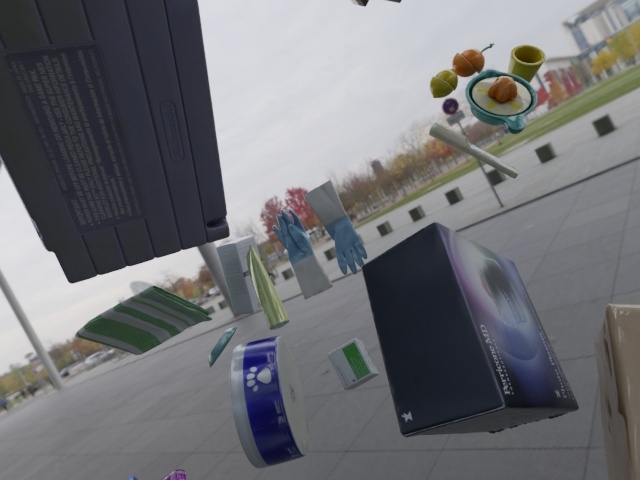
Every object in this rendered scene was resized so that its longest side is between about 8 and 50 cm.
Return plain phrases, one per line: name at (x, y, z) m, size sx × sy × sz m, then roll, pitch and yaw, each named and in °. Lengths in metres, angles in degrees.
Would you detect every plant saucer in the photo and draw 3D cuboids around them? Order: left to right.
plant saucer at (-0.258, 0.273, 1.108) m, size 0.119 × 0.021 × 0.119 m, roll -56°, pitch 1°, yaw 2°

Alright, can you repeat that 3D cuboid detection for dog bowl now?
dog bowl at (-0.109, 0.353, 0.952) m, size 0.104 × 0.265 × 0.265 m, roll -15°, pitch 2°, yaw 2°

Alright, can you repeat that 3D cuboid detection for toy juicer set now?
toy juicer set at (0.315, -0.287, 0.840) m, size 0.090 × 0.209 × 0.329 m, roll 85°, pitch -155°, yaw -59°

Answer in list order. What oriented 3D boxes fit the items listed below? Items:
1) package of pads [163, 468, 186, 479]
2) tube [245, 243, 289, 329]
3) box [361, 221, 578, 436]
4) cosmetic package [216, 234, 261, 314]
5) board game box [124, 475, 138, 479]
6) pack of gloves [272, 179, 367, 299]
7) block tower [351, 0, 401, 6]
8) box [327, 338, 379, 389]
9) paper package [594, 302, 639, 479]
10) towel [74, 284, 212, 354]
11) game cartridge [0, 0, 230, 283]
package of pads at (-0.321, 0.532, 0.909) m, size 0.083 × 0.050 × 0.032 m, roll -43°, pitch -47°, yaw 16°
tube at (-0.158, 0.130, 1.199) m, size 0.070 × 0.240 × 0.062 m, roll -34°, pitch -20°, yaw 19°
box at (0.255, 0.165, 0.743) m, size 0.293 × 0.297 × 0.182 m, roll 19°, pitch -42°, yaw -40°
cosmetic package at (-0.245, 0.111, 1.381) m, size 0.085 × 0.231 × 0.117 m, roll -12°, pitch 9°, yaw 27°
board game box at (-0.294, 0.387, 0.583) m, size 0.090 × 0.020 × 0.090 m, roll -25°, pitch 33°, yaw -11°
pack of gloves at (0.000, 0.000, 1.051) m, size 0.195 × 0.232 × 0.046 m, roll -28°, pitch -7°, yaw 21°
block tower at (0.149, -0.539, 0.663) m, size 0.091 × 0.097 × 0.336 m, roll 24°, pitch -82°, yaw -56°
box at (0.086, 0.321, 1.103) m, size 0.087 × 0.101 × 0.102 m, roll -31°, pitch -23°, yaw 5°
paper package at (0.564, 0.251, 0.560) m, size 0.324 × 0.310 × 0.168 m, roll -1°, pitch -28°, yaw 24°
towel at (-0.525, 0.251, 1.278) m, size 0.324 × 0.038 × 0.248 m, roll -26°, pitch -39°, yaw 18°
game cartridge at (-0.237, -0.123, 0.491) m, size 0.230 × 0.068 × 0.355 m, roll -15°, pitch -48°, yaw -21°
